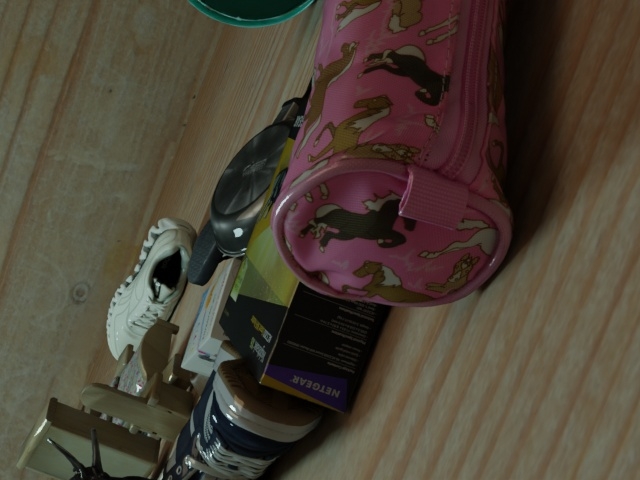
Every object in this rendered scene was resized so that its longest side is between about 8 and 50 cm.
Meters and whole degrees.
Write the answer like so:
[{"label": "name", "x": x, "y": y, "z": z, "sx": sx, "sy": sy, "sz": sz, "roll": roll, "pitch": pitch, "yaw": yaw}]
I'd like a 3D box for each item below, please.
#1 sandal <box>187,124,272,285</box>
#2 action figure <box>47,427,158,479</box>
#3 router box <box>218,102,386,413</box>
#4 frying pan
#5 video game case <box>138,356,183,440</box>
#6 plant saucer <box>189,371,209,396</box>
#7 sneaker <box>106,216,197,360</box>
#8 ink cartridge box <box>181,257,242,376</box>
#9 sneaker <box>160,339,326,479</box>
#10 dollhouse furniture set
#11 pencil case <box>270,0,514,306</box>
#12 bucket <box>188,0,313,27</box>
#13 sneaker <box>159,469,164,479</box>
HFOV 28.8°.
[{"label": "sandal", "x": -0.109, "y": -0.041, "z": 1.765, "sx": 0.254, "sy": 0.054, "sz": 0.097, "roll": -59, "pitch": 20, "yaw": 4}, {"label": "action figure", "x": -0.195, "y": 0.321, "z": 1.186, "sx": 0.141, "sy": 0.164, "sz": 0.275, "roll": -5, "pitch": 93, "yaw": 45}, {"label": "router box", "x": 0.000, "y": 0.000, "z": 1.132, "sx": 0.309, "sy": 0.081, "sz": 0.243, "roll": -156, "pitch": 86, "yaw": -78}, {"label": "frying pan", "x": -0.029, "y": -0.123, "z": 1.480, "sx": 0.326, "sy": 0.053, "sz": 0.197, "roll": -58, "pitch": 29, "yaw": -11}, {"label": "video game case", "x": -0.269, "y": 0.294, "z": 1.961, "sx": 0.173, "sy": 0.022, "sz": 0.190, "roll": 132, "pitch": 156, "yaw": -60}, {"label": "plant saucer", "x": -0.137, "y": 0.126, "z": 1.648, "sx": 0.168, "sy": 0.029, "sz": 0.168, "roll": -158, "pitch": 90, "yaw": -78}, {"label": "sneaker", "x": -0.306, "y": 0.104, "z": 2.256, "sx": 0.292, "sy": 0.110, "sz": 0.118, "roll": -67, "pitch": 22, "yaw": 15}, {"label": "ink cartridge box", "x": -0.103, "y": 0.091, "z": 1.475, "sx": 0.181, "sy": 0.061, "sz": 0.104, "roll": 135, "pitch": 152, "yaw": -62}, {"label": "sneaker", "x": -0.075, "y": 0.185, "z": 1.113, "sx": 0.282, "sy": 0.099, "sz": 0.153, "roll": -154, "pitch": 87, "yaw": -83}, {"label": "dollhouse furniture set", "x": -0.317, "y": 0.193, "z": 1.876, "sx": 0.303, "sy": 0.174, "sz": 0.355, "roll": -53, "pitch": 22, "yaw": 33}, {"label": "pencil case", "x": 0.069, "y": -0.135, "z": 0.889, "sx": 0.167, "sy": 0.160, "sz": 0.386, "roll": 73, "pitch": -157, "yaw": -51}, {"label": "bucket", "x": -0.105, "y": -0.460, "z": 1.910, "sx": 0.183, "sy": 0.281, "sz": 0.281, "roll": -113, "pitch": 44, "yaw": -85}, {"label": "sneaker", "x": -0.164, "y": 0.329, "z": 1.302, "sx": 0.128, "sy": 0.087, "sz": 0.221, "roll": -153, "pitch": 82, "yaw": -79}]
